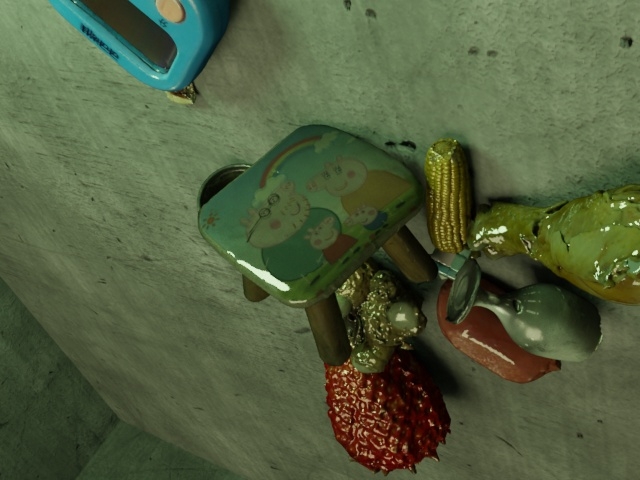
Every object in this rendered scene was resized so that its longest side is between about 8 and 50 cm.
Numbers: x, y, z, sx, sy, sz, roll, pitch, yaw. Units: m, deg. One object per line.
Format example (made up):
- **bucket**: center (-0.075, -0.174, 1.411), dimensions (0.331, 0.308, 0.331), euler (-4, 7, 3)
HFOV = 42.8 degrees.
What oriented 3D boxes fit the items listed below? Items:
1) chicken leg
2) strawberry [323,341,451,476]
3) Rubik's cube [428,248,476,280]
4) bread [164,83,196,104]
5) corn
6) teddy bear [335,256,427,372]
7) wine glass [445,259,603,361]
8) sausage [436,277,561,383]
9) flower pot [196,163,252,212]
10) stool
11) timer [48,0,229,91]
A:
- **chicken leg**: center (0.359, -0.001, 1.189), dimensions (0.153, 0.201, 0.429), euler (53, 159, -24)
- **strawberry**: center (0.147, 0.339, 1.821), dimensions (0.292, 0.292, 0.344), euler (12, 130, 34)
- **Rubik's cube**: center (0.235, 0.033, 1.462), dimensions (0.075, 0.084, 0.073), euler (44, 180, 18)
- **bread**: center (-0.275, -0.296, 1.545), dimensions (0.070, 0.035, 0.083), euler (14, 147, 35)
- **corn**: center (0.207, -0.069, 1.337), dimensions (0.080, 0.080, 0.231), euler (18, 146, 28)
- **teddy bear**: center (0.086, 0.113, 1.640), dimensions (0.256, 0.156, 0.267), euler (38, 140, 1)
- **wine glass**: center (0.341, 0.121, 1.370), dimensions (0.241, 0.126, 0.126), euler (19, 152, -10)
- **sausage**: center (0.324, 0.167, 1.498), dimensions (0.254, 0.148, 0.148), euler (27, 149, 12)
- **flower pot**: center (-0.159, -0.064, 1.656), dimensions (0.157, 0.157, 0.107), euler (23, 161, 21)
- **stool**: center (0.000, 0.000, 1.382), dimensions (0.310, 0.310, 0.226), euler (36, 159, 36)
- **timer**: center (-0.310, -0.415, 1.331), dimensions (0.340, 0.115, 0.309), euler (40, 149, -7)
